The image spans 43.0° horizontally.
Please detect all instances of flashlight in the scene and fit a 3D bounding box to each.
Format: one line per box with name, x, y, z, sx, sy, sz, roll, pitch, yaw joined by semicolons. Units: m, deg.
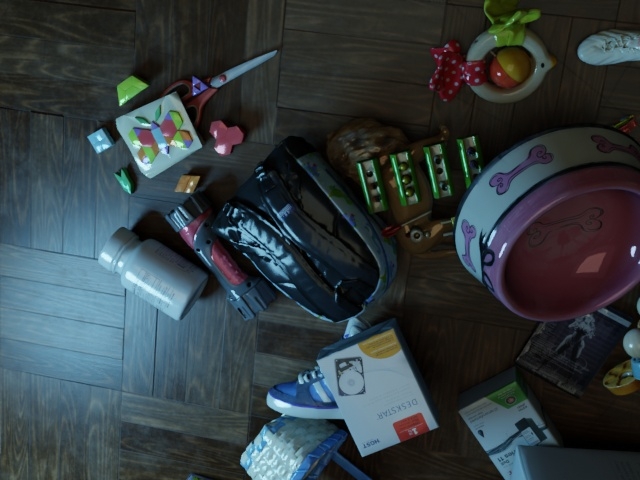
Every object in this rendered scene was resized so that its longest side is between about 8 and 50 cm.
flashlight;-0.217;0.033;1.835;0.103;0.103;0.304;-43;98;-24

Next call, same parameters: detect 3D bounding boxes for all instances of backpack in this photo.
backpack;0.000;0.000;1.715;0.355;0.273;0.290;48;112;18

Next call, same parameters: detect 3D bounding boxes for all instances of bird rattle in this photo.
bird rattle;0.347;-0.353;1.605;0.207;0.143;0.253;36;112;-17

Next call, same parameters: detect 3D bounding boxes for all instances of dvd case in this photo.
dvd case;0.548;0.219;1.769;0.164;0.018;0.221;29;109;3

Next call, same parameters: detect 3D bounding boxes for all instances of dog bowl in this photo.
dog bowl;0.470;-0.013;1.551;0.407;0.150;0.408;-7;130;-9

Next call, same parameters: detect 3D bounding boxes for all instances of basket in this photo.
basket;-0.014;0.528;1.849;0.289;0.254;0.201;35;108;20

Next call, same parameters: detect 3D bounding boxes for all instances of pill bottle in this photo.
pill bottle;-0.383;0.071;1.857;0.229;0.131;0.131;32;108;2

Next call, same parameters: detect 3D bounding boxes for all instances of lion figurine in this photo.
lion figurine;0.187;-0.091;1.687;0.240;0.142;0.392;-26;91;2

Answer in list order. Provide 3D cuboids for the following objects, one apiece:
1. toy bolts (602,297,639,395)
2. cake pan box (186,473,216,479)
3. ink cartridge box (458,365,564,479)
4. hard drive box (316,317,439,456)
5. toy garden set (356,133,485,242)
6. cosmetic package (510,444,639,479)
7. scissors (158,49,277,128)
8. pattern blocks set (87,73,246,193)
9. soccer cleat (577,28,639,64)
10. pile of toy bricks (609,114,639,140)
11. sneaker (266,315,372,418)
toy bolts;0.647;0.225;1.648;0.218;0.228;0.158;-31;97;25
cake pan box;-0.240;0.740;2.043;0.245;0.070;0.267;15;108;9
ink cartridge box;0.424;0.410;1.808;0.153;0.087;0.208;-33;97;18
hard drive box;0.123;0.309;1.720;0.181;0.089;0.232;-25;96;9
toy garden set;0.213;-0.083;1.608;0.244;0.049;0.204;-13;107;7
cosmetic package;0.598;0.656;1.665;0.393;0.327;0.330;4;115;1
scissors;-0.233;-0.352;1.771;0.297;0.021;0.109;-38;93;19
pattern blocks set;-0.355;-0.235;1.810;0.324;0.026;0.285;-36;97;23
soccer cleat;0.600;-0.376;1.568;0.196;0.076;0.068;-1;104;12
pile of toy bricks;0.553;-0.152;1.622;0.212;0.105;0.118;-32;97;17
sneaker;0.037;0.276;1.840;0.322;0.130;0.236;3;97;14
